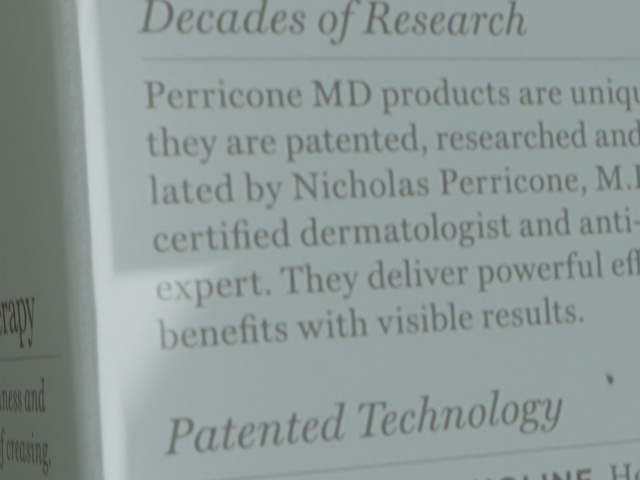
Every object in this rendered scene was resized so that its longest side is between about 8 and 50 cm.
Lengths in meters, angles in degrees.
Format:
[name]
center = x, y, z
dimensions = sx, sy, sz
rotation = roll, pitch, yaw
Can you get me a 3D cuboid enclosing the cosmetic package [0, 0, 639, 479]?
[cosmetic package]
center = 0.000, 0.000, 0.828
dimensions = 0.327, 0.329, 0.394
rotation = -3, 87, -24
